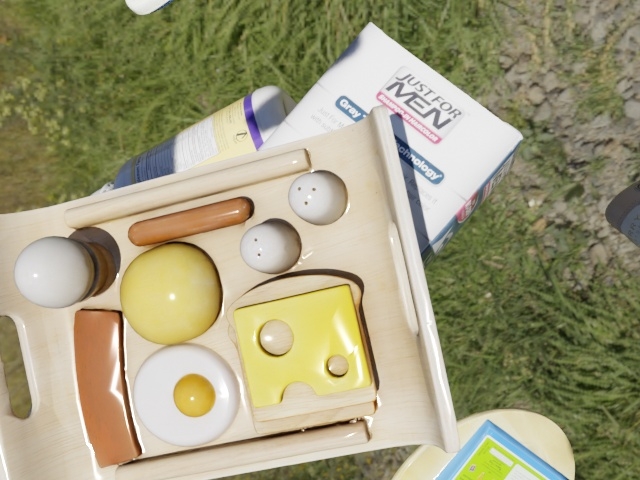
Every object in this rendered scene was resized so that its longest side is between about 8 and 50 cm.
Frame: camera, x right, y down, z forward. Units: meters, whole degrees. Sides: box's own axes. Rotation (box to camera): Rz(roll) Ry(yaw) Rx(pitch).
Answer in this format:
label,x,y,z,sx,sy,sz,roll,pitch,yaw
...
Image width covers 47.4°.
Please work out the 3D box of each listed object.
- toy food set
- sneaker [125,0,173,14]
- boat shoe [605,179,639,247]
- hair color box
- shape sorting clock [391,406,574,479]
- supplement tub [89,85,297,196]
label,x,y,z,sx,sy,sz,roll,pitch,yaw
toy food set,-0.081,0.056,0.477,0.306,0.092,0.219,-13,87,11
sneaker,-0.082,-0.220,0.592,0.152,0.084,0.058,-47,56,-4
boat shoe,0.494,-0.093,0.874,0.110,0.341,0.121,44,154,42
hair color box,0.000,0.000,0.657,0.174,0.105,0.347,41,90,14
shape sorting clock,0.140,0.239,0.659,0.040,0.206,0.206,-144,52,-60
supplement tub,-0.153,-0.056,1.095,0.332,0.241,0.240,-26,78,12
